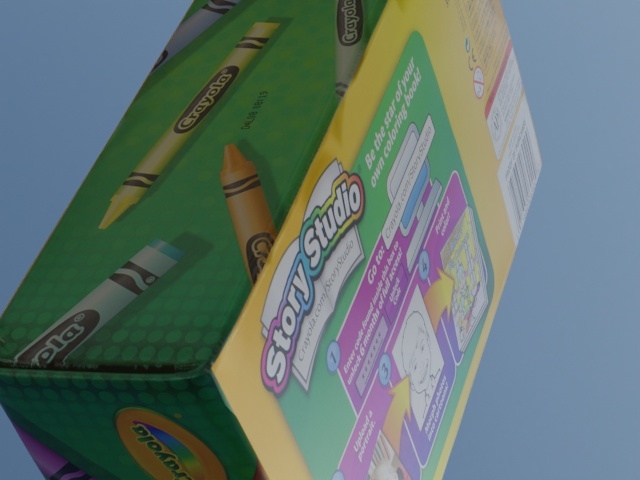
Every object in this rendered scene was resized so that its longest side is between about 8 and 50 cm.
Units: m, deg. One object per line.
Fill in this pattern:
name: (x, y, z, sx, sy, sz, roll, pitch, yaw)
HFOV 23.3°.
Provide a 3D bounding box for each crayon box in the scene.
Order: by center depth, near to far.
crayon box: (0.000, 0.000, 0.565, 0.081, 0.165, 0.278, 0, -137, 25)
